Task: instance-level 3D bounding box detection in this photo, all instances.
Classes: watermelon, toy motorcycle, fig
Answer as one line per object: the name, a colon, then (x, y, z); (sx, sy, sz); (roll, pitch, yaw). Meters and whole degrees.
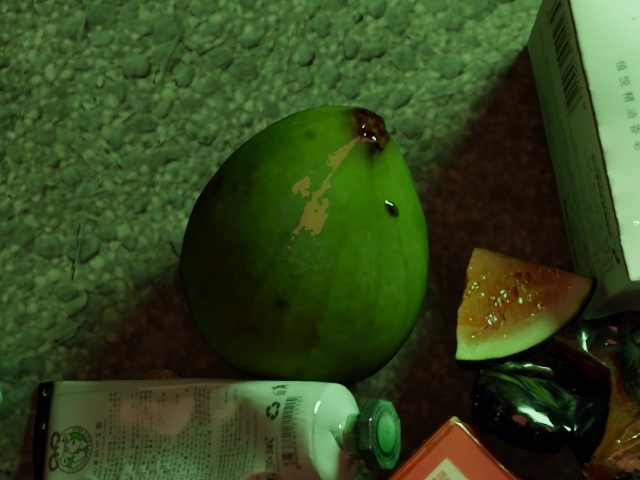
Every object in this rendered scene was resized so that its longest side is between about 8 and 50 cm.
watermelon: (0.142, 0.047, 1.032); (0.125, 0.135, 0.094); (-36, 98, -4)
toy motorcycle: (0.308, 0.125, 0.982); (0.207, 0.401, 0.134); (38, 124, 40)
fig: (0.000, 0.000, 0.998); (0.203, 0.225, 0.203); (16, 45, -17)

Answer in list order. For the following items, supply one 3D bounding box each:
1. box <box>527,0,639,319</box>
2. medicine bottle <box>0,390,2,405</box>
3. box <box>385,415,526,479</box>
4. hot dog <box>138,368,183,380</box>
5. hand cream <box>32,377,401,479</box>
box: (0.247, -0.081, 1.025); (0.111, 0.194, 0.261); (-11, 79, 0)
medicine bottle: (-0.397, 0.076, 0.993); (0.237, 0.238, 0.232); (-28, 81, -4)
box: (0.112, 0.209, 0.975); (0.133, 0.182, 0.099); (43, 88, 7)
hot dog: (-0.135, 0.213, 1.052); (0.066, 0.047, 0.216); (-3, 74, 39)
hand cream: (-0.097, 0.157, 0.993); (0.336, 0.076, 0.121); (-8, 67, 30)
